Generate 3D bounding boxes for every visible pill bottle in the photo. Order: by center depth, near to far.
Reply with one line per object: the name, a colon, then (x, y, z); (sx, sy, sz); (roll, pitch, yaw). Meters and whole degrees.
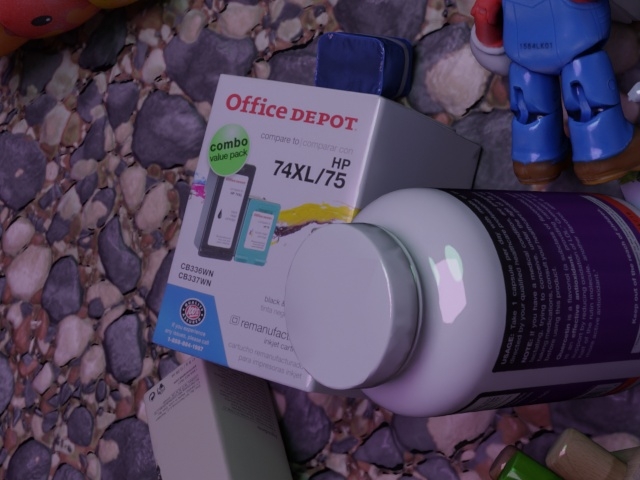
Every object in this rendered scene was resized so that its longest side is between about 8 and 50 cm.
pill bottle: (0.134, 0.048, 1.063); (0.181, 0.323, 0.181); (-1, 89, 50)

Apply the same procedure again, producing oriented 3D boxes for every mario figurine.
mario figurine: (0.221, -0.218, 1.122); (0.198, 0.170, 0.320); (-9, 107, 9)

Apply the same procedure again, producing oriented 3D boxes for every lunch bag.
lunch bag: (0.044, -0.180, 1.346); (0.098, 0.065, 0.067); (16, 106, 35)

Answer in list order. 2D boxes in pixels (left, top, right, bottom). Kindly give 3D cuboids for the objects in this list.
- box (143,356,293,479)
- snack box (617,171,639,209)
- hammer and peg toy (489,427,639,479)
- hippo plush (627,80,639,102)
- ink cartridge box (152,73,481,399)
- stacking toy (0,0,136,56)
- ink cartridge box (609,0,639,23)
box: (-0.089, 0.251, 1.281); (0.094, 0.113, 0.275); (-38, 43, 22)
snack box: (0.323, -0.038, 1.139); (0.100, 0.037, 0.141); (-29, 66, 29)
hammer and peg toy: (0.164, 0.270, 0.972); (0.127, 0.361, 0.266); (34, 77, 2)
hippo plush: (0.399, -0.118, 0.970); (0.234, 0.236, 0.294); (18, 64, 27)
ink cartridge box: (0.000, 0.000, 1.258); (0.198, 0.197, 0.270); (12, 88, 35)
stacking toy: (-0.281, -0.370, 1.501); (0.480, 0.350, 0.350); (-2, 80, 19)
ink cartridge box: (0.253, -0.314, 1.216); (0.139, 0.082, 0.190); (19, 91, 36)
